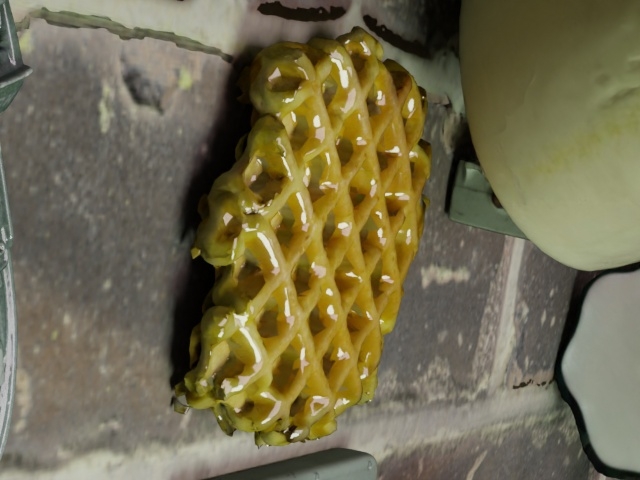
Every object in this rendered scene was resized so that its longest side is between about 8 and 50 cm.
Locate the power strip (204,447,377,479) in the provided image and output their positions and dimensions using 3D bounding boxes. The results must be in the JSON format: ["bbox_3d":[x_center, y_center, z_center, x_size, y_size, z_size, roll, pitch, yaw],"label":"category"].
[{"bbox_3d":[-0.034,0.170,0.958,0.253,0.027,0.060,0,102,-61],"label":"power strip"}]

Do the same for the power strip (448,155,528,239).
[{"bbox_3d":[0.182,-0.032,1.214,0.272,0.078,0.052,-1,104,-61],"label":"power strip"}]

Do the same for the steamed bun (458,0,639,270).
[{"bbox_3d":[0.293,-0.212,1.043,0.290,0.371,0.456,53,47,-15],"label":"steamed bun"}]

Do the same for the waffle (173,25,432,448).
[{"bbox_3d":[0.002,0.000,0.936,0.245,0.052,0.254,12,90,-62],"label":"waffle"}]

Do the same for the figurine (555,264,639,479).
[{"bbox_3d":[0.379,0.129,1.474,0.340,0.231,0.323,7,103,-54],"label":"figurine"}]

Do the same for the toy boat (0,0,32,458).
[{"bbox_3d":[-0.151,-0.016,0.616,0.078,0.085,0.260,-35,130,-52],"label":"toy boat"}]
